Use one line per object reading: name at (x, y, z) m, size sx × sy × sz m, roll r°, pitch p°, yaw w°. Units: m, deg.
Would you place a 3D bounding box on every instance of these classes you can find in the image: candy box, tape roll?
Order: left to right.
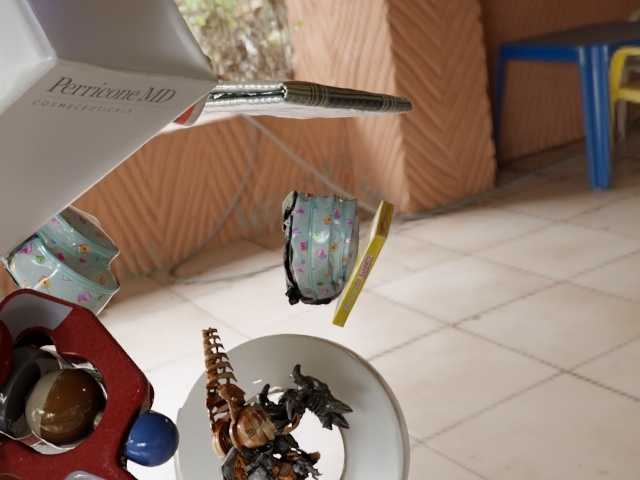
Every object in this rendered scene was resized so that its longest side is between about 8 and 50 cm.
tape roll at (-0.051, 0.343, 1.457) m, size 0.392 × 0.391 × 0.072 m, roll -5°, pitch -8°, yaw 13°
candy box at (0.070, 0.041, 1.501) m, size 0.027 × 0.205 × 0.105 m, roll 23°, pitch 36°, yaw -1°

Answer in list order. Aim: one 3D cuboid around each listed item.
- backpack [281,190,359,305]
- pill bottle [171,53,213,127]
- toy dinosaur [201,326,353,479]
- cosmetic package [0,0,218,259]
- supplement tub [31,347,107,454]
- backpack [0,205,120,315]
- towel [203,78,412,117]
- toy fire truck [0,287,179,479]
backpack at (0.000, 0.000, 1.313) m, size 0.115 × 0.182 × 0.151 m, roll -1°, pitch 61°, yaw 2°
pill bottle at (-0.252, -0.228, 1.199) m, size 0.194 × 0.108 × 0.108 m, roll 16°, pitch 4°, yaw -27°
toy dinosaur at (-0.078, 0.276, 1.278) m, size 0.164 × 0.321 × 0.218 m, roll -8°, pitch 4°, yaw 33°
cosmetic package at (-0.345, -0.087, 0.821) m, size 0.453 × 0.161 × 0.230 m, roll -34°, pitch -10°, yaw 24°
supplement tub at (-0.502, 0.303, 1.663) m, size 0.194 × 0.193 × 0.316 m, roll -1°, pitch -17°, yaw 28°
backpack at (-0.387, 0.029, 1.344) m, size 0.144 × 0.188 × 0.166 m, roll -41°, pitch -31°, yaw 8°
towel at (-0.045, -0.262, 1.649) m, size 0.312 × 0.056 × 0.324 m, roll -3°, pitch 6°, yaw -41°
toy fire truck at (-0.267, 0.203, 0.809) m, size 0.254 × 0.169 × 0.302 m, roll 17°, pitch 66°, yaw 15°
